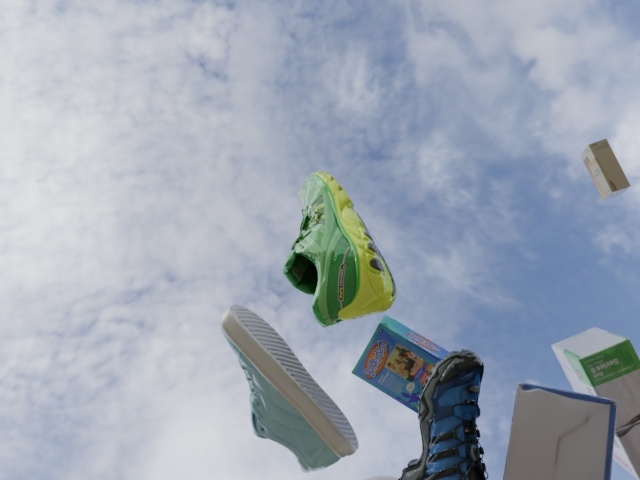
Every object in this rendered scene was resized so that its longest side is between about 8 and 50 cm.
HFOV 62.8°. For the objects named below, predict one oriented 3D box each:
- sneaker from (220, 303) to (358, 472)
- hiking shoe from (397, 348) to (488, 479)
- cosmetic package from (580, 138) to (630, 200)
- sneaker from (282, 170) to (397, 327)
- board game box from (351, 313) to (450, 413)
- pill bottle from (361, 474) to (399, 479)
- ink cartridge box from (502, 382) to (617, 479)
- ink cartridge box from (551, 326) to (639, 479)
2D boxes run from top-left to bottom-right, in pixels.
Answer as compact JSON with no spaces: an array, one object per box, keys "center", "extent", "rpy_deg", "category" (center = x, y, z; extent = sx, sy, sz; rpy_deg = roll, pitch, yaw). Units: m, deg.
[{"center":[-0.090,0.292,0.971],"extent":[0.150,0.135,0.366],"rpy_deg":[-37,-84,5],"category":"sneaker"},{"center":[0.218,0.325,0.819],"extent":[0.113,0.132,0.304],"rpy_deg":[7,-81,-34],"category":"hiking shoe"},{"center":[0.599,-0.149,1.107],"extent":[0.041,0.060,0.115],"rpy_deg":[-19,-108,5],"category":"cosmetic package"},{"center":[0.000,0.000,0.696],"extent":[0.123,0.295,0.109],"rpy_deg":[-28,-58,3],"category":"sneaker"},{"center":[0.193,0.280,1.144],"extent":[0.210,0.047,0.160],"rpy_deg":[30,-60,10],"category":"board game box"},{"center":[0.148,0.696,1.124],"extent":[0.188,0.334,0.188],"rpy_deg":[-1,-56,-2],"category":"pill bottle"},{"center":[0.407,0.417,0.936],"extent":[0.151,0.395,0.270],"rpy_deg":[9,-107,22],"category":"ink cartridge box"},{"center":[0.673,0.362,1.194],"extent":[0.121,0.211,0.289],"rpy_deg":[-25,-97,6],"category":"ink cartridge box"}]
